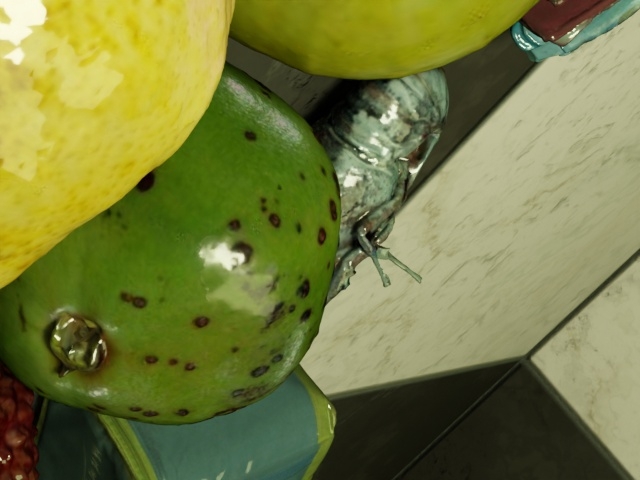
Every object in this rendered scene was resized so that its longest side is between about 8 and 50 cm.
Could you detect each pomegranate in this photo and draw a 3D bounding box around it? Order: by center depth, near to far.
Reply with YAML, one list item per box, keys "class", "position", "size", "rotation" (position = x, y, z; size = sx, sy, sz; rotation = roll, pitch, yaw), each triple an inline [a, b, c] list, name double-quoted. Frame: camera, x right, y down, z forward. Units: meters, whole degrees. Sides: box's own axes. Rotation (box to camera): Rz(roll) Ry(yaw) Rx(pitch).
- class: "pomegranate"
  position: [-0.104, -0.016, 0.748]
  size: [0.254, 0.254, 0.270]
  rotation: [116, -3, -49]

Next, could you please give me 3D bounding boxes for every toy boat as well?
- class: "toy boat"
  position: [0.257, -0.252, 1.113]
  size: [0.215, 0.088, 0.102]
  rotation: [-38, -166, -6]

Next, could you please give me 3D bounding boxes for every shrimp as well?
- class: "shrimp"
  position: [0.001, -0.002, 1.043]
  size: [0.372, 0.172, 0.137]
  rotation: [-54, 162, 17]

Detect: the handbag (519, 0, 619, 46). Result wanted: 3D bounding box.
- class: "handbag"
  position: [0.149, -0.242, 0.749]
  size: [0.216, 0.203, 0.074]
  rotation: [-32, 151, -19]

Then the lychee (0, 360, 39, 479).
- class: "lychee"
  position: [-0.316, 0.158, 0.758]
  size: [0.271, 0.271, 0.271]
  rotation: [-34, 159, -15]

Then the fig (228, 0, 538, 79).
- class: "fig"
  position: [0.019, -0.194, 0.584]
  size: [0.239, 0.239, 0.271]
  rotation: [-39, 177, 0]

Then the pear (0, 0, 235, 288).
- class: "pear"
  position: [-0.168, -0.105, 0.418]
  size: [0.271, 0.271, 0.271]
  rotation: [-34, 159, -15]

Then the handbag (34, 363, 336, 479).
- class: "handbag"
  position: [-0.147, 0.216, 1.178]
  size: [0.241, 0.222, 0.263]
  rotation: [-16, 149, -38]
